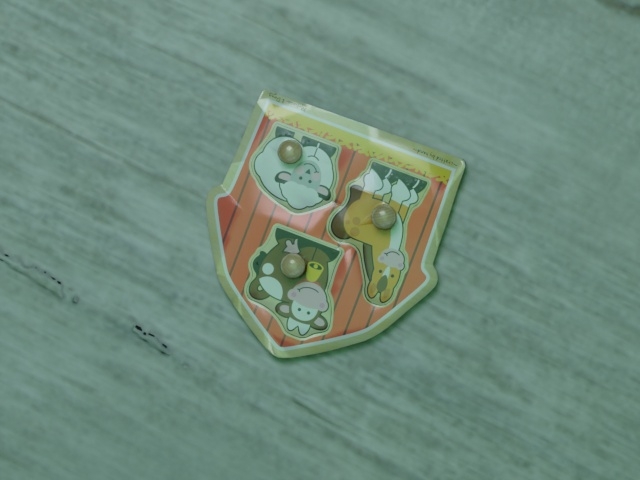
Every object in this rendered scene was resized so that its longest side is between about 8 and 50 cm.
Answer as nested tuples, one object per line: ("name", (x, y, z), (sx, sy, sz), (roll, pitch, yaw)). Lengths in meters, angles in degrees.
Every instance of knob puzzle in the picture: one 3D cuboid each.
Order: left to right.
("knob puzzle", (0.000, 0.000, 1.355), (0.213, 0.030, 0.213), (0, 89, 4))
